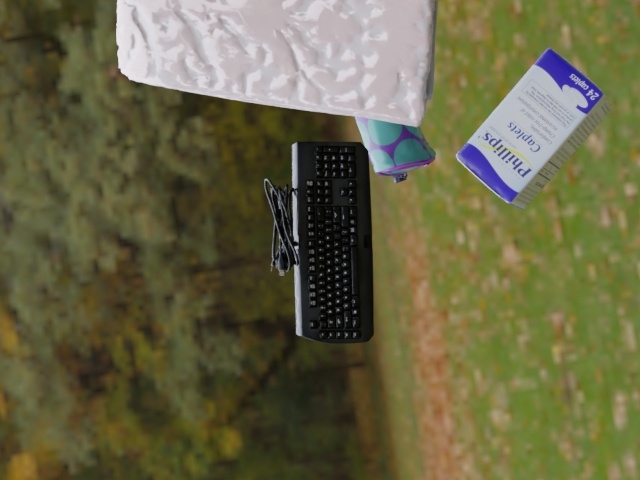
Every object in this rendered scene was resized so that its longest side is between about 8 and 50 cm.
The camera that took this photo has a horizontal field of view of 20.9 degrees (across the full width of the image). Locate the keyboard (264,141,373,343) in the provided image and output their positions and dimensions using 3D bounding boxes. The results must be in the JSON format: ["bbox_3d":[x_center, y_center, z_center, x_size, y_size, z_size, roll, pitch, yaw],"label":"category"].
[{"bbox_3d":[0.000,0.000,1.617,0.038,0.100,0.192,107,161,-79],"label":"keyboard"}]

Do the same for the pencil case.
[{"bbox_3d":[0.069,-0.139,1.781,0.064,0.070,0.152,-36,67,61],"label":"pencil case"}]

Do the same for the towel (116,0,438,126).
[{"bbox_3d":[-0.040,-0.282,1.612,0.053,0.317,0.332,-60,-23,-58],"label":"towel"}]

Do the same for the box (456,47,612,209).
[{"bbox_3d":[0.205,-0.104,1.660,0.072,0.137,0.126,41,-173,11],"label":"box"}]
